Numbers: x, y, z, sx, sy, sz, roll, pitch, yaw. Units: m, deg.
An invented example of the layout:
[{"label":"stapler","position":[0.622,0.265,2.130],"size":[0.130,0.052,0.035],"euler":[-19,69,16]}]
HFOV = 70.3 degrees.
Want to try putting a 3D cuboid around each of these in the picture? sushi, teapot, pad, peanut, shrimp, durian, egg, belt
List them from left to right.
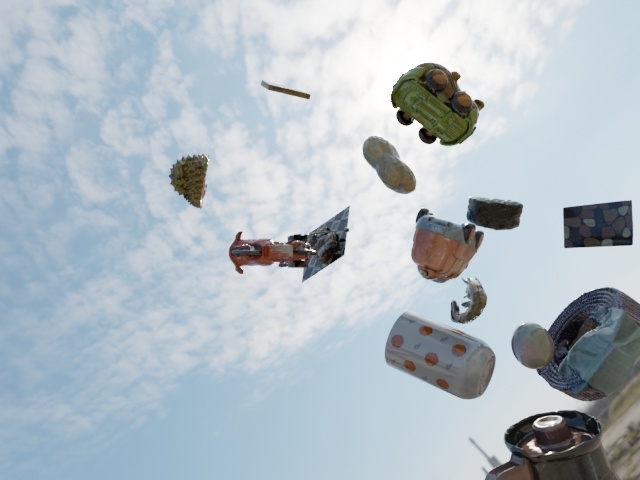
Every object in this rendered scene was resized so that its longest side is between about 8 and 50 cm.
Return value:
[{"label":"durian","position":[-0.430,-0.218,1.561],"size":[0.182,0.165,0.132],"euler":[-60,-35,-9]},{"label":"sushi","position":[0.000,0.000,1.942],"size":[0.059,0.292,0.294],"euler":[32,-46,-25]},{"label":"peanut","position":[0.266,-0.287,1.742],"size":[0.136,0.298,0.120],"euler":[-7,-39,-30]},{"label":"shrimp","position":[0.548,0.228,1.706],"size":[0.058,0.253,0.173],"euler":[37,-75,-9]},{"label":"sushi","position":[0.712,-0.109,1.860],"size":[0.225,0.124,0.127],"euler":[5,-76,-10]},{"label":"egg","position":[0.553,0.274,1.186],"size":[0.103,0.103,0.135],"euler":[-30,-63,-20]},{"label":"teapot","position":[0.598,0.641,1.133],"size":[0.376,0.361,0.305],"euler":[-15,-8,-17]},{"label":"belt","position":[0.745,0.284,1.250],"size":[0.324,0.122,0.260],"euler":[-58,6,14]},{"label":"pad","position":[0.985,-0.054,1.624],"size":[0.003,0.235,0.158],"euler":[3,-94,-34]}]

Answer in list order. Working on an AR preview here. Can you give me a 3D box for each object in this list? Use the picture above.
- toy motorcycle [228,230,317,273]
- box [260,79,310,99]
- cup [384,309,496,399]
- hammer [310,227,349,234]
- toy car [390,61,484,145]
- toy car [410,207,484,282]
[{"label":"toy motorcycle","position":[-0.181,0.042,1.578],"size":[0.326,0.221,0.147],"euler":[2,-93,-35]},{"label":"box","position":[-0.119,-0.517,1.558],"size":[0.155,0.087,0.023],"euler":[4,-67,-29]},{"label":"cup","position":[0.405,0.388,1.528],"size":[0.212,0.318,0.212],"euler":[-23,-59,-44]},{"label":"hammer","position":[0.026,-0.025,1.303],"size":[0.029,0.123,0.014],"euler":[-10,-85,-63]},{"label":"toy car","position":[0.321,-0.380,1.231],"size":[0.142,0.248,0.200],"euler":[-54,7,-23]},{"label":"toy car","position":[0.392,0.031,1.466],"size":[0.271,0.181,0.212],"euler":[17,-85,-58]}]
